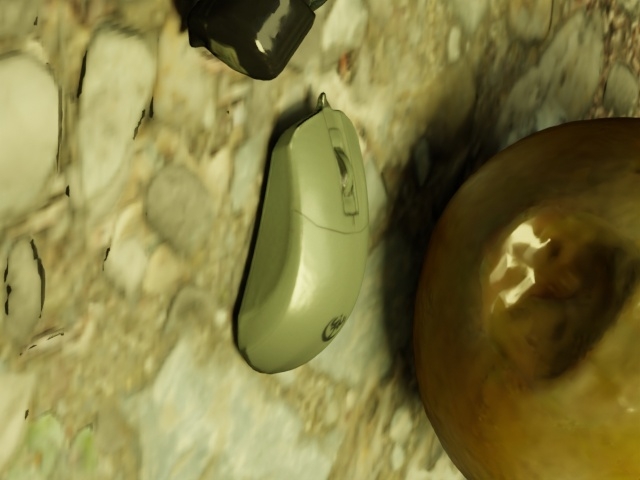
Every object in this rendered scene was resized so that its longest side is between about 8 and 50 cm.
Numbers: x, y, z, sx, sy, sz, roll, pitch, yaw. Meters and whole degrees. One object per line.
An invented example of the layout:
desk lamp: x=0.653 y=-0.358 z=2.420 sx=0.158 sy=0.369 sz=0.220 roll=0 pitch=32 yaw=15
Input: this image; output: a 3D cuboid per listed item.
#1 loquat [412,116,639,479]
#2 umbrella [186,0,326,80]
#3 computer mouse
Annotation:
loquat: x=0.131 y=0.042 z=0.857 sx=0.227 sy=0.179 sz=0.179 roll=32 pitch=77 yaw=-62
umbrella: x=0.026 y=-0.148 z=0.694 sx=0.224 sy=0.080 sz=0.071 roll=-59 pitch=-178 yaw=-18
computer mouse: x=0.000 y=0.000 z=0.750 sx=0.056 sy=0.032 sz=0.110 roll=-8 pitch=111 yaw=-59
